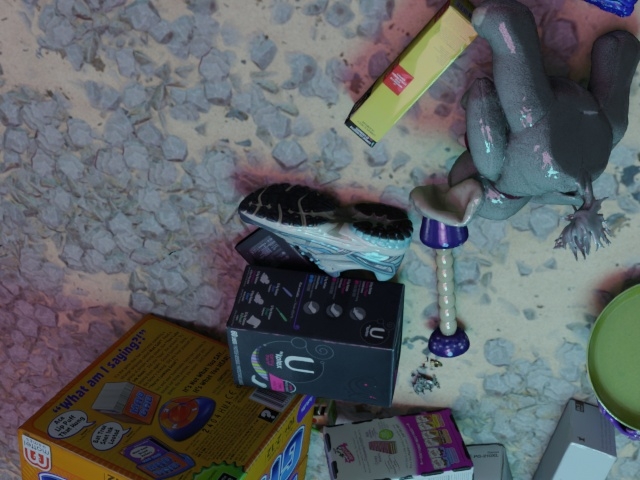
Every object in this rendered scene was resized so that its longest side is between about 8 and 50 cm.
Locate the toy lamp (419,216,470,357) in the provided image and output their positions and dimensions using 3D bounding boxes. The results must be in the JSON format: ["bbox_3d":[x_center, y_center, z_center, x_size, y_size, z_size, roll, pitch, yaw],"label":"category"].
[{"bbox_3d":[0.201,0.057,1.432,0.080,0.080,0.275,1,122,15],"label":"toy lamp"}]

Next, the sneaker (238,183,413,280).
[{"bbox_3d":[0.000,0.000,1.435,0.283,0.110,0.122,14,127,8],"label":"sneaker"}]

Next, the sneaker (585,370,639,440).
[{"bbox_3d":[0.535,0.292,1.461,0.236,0.104,0.095,34,121,-7],"label":"sneaker"}]

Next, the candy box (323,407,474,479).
[{"bbox_3d":[0.131,0.379,1.546,0.233,0.159,0.071,-6,118,-5],"label":"candy box"}]

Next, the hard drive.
[{"bbox_3d":[-0.068,0.035,1.522,0.094,0.022,0.135,-34,106,29],"label":"hard drive"}]

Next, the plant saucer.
[{"bbox_3d":[0.525,0.178,1.386,0.241,0.037,0.241,0,93,-1],"label":"plant saucer"}]

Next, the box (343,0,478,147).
[{"bbox_3d":[0.131,-0.240,1.272,0.058,0.087,0.232,40,122,-9],"label":"box"}]

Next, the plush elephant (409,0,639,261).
[{"bbox_3d":[0.268,-0.130,1.226,0.255,0.271,0.330,-10,84,59],"label":"plush elephant"}]

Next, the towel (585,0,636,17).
[{"bbox_3d":[0.300,-0.431,1.121,0.308,0.076,0.228,23,123,1],"label":"towel"}]

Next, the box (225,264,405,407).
[{"bbox_3d":[-0.004,0.157,1.479,0.270,0.143,0.165,6,137,9],"label":"box"}]

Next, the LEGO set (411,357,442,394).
[{"bbox_3d":[0.184,0.245,1.575,0.054,0.023,0.083,7,121,11],"label":"LEGO set"}]

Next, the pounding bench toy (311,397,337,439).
[{"bbox_3d":[-0.012,0.329,1.641,0.065,0.083,0.052,-3,119,16],"label":"pounding bench toy"}]

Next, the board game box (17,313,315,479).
[{"bbox_3d":[-0.254,0.411,1.557,0.356,0.356,0.356,19,124,18],"label":"board game box"}]

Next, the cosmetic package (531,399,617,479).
[{"bbox_3d":[0.430,0.402,1.547,0.085,0.117,0.231,18,124,4],"label":"cosmetic package"}]

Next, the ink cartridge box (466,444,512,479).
[{"bbox_3d":[0.274,0.502,1.654,0.172,0.100,0.237,-8,117,19],"label":"ink cartridge box"}]
